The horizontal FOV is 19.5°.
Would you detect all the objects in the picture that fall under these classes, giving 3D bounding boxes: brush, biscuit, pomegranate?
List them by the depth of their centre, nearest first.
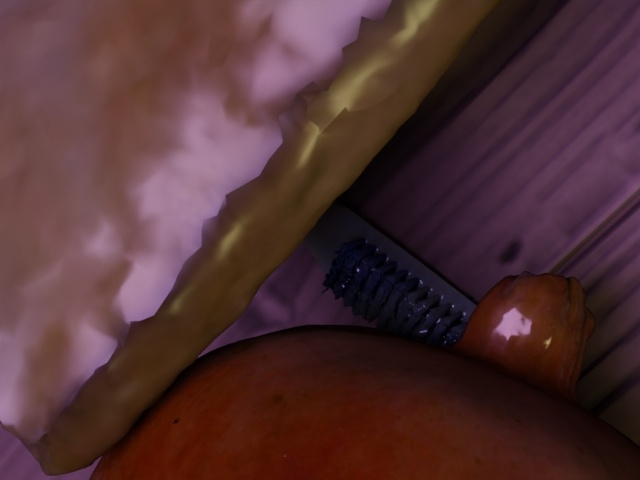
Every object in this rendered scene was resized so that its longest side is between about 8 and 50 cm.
[{"bbox_3d":[0.031,0.137,0.685,0.252,0.229,0.270,12,83,41],"label":"pomegranate"},{"bbox_3d":[-0.063,-0.216,0.703,0.446,0.104,0.429,-50,55,17],"label":"biscuit"},{"bbox_3d":[0.000,0.000,0.791,0.178,0.030,0.033,38,128,21],"label":"brush"}]
